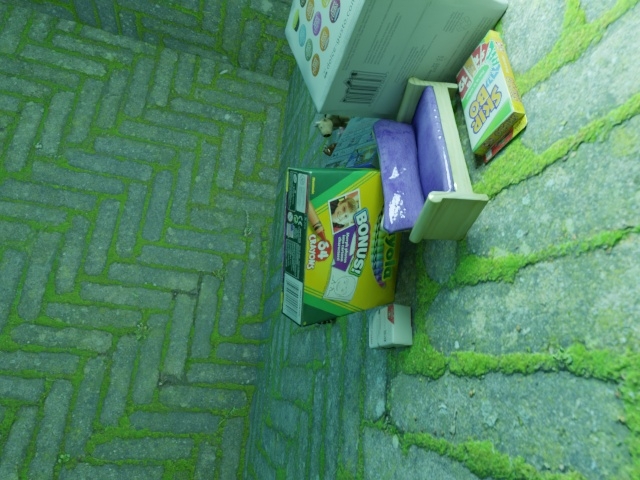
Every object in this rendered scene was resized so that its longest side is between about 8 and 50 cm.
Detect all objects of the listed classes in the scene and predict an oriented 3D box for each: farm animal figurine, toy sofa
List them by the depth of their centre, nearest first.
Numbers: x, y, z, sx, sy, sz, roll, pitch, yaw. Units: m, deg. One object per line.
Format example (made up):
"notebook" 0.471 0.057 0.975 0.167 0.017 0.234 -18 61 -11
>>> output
"toy sofa" 0.223 -0.184 0.883 0.150 0.177 0.362 100 172 -58
"farm animal figurine" 0.068 -0.518 1.669 0.330 0.172 0.326 123 152 -55

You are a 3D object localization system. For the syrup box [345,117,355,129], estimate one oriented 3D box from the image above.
"syrup box" 0.169 -0.433 1.412 0.237 0.096 0.093 119 157 -47

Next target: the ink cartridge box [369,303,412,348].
"ink cartridge box" 0.182 0.229 1.045 0.135 0.056 0.099 134 143 -63

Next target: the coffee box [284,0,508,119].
"coffee box" 0.148 -0.533 0.963 0.337 0.338 0.334 -58 43 51

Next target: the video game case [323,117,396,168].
"video game case" 0.138 -0.295 1.231 0.270 0.061 0.244 2 59 58

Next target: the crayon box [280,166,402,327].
"crayon box" 0.064 0.003 1.006 0.106 0.313 0.362 22 114 51

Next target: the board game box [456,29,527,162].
"board game box" 0.347 -0.298 0.830 0.124 0.039 0.259 123 149 -57

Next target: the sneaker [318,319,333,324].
"sneaker" 0.016 0.150 1.540 0.147 0.130 0.329 -125 46 -65
